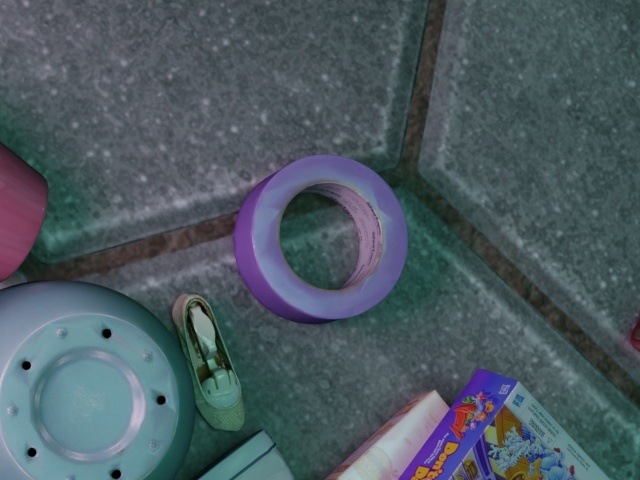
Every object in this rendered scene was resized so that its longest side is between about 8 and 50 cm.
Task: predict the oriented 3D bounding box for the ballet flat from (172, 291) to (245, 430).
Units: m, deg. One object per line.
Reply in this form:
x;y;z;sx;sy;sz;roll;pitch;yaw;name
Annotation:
-0.125;0.138;1.877;0.057;0.052;0.168;-22;90;-20;ballet flat

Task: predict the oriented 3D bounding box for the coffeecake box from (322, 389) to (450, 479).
0.101;0.286;1.921;0.185;0.068;0.142;-40;92;-20;coffeecake box

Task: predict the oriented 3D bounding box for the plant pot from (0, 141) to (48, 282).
-0.393;-0.047;1.748;0.180;0.201;0.201;27;74;-29;plant pot

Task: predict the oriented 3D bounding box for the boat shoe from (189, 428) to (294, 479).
-0.136;0.312;1.828;0.258;0.095;0.084;-37;91;-19;boat shoe

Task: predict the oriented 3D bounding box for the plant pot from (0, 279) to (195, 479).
-0.262;0.175;1.730;0.293;0.235;0.293;2;82;-18;plant pot

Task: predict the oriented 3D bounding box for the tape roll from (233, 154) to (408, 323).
0.000;0.000;1.925;0.189;0.080;0.189;3;81;-18;tape roll

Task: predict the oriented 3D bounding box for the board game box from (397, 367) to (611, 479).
0.232;0.345;1.895;0.347;0.078;0.233;46;74;-28;board game box

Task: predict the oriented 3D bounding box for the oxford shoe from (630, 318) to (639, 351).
0.538;0.067;2.080;0.348;0.123;0.130;-33;99;-19;oxford shoe
